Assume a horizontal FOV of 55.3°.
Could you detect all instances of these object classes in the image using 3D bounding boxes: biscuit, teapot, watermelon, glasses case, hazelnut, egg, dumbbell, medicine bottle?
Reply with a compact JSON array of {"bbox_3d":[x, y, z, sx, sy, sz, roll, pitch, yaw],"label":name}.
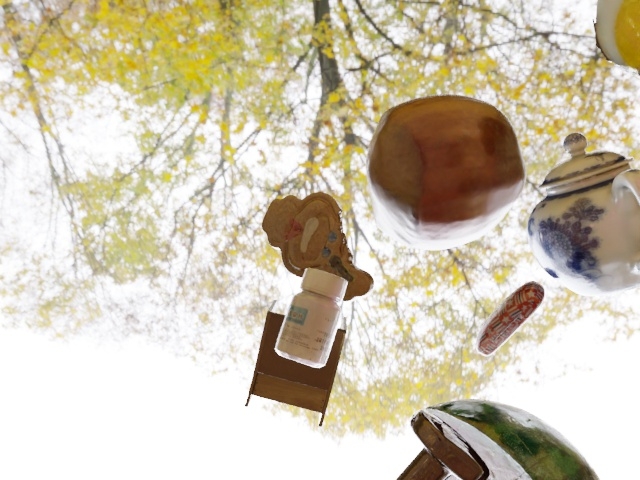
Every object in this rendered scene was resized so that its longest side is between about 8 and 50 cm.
[{"bbox_3d":[-0.005,0.008,1.313,0.183,0.047,0.320,-46,-117,19],"label":"biscuit"},{"bbox_3d":[0.484,-0.055,1.069,0.252,0.424,0.280,-19,-87,4],"label":"teapot"},{"bbox_3d":[0.375,0.407,1.032,0.222,0.292,0.319,-15,-174,-32],"label":"watermelon"},{"bbox_3d":[0.371,0.151,1.217,0.049,0.194,0.073,32,-145,0],"label":"glasses case"},{"bbox_3d":[0.274,-0.144,1.378,0.365,0.366,0.366,-3,-127,4],"label":"hazelnut"},{"bbox_3d":[0.753,-0.491,1.246,0.201,0.337,0.337,-23,-129,-35],"label":"egg"},{"bbox_3d":[0.133,0.375,0.912,0.140,0.124,0.225,41,-88,-5],"label":"dumbbell"},{"bbox_3d":[-0.007,0.075,0.597,0.052,0.052,0.089,16,-100,18],"label":"medicine bottle"}]

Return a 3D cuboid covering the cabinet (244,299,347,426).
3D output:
[{"bbox_3d":[-0.051,0.263,1.348,0.174,0.148,0.215,14,-84,1],"label":"cabinet"}]
